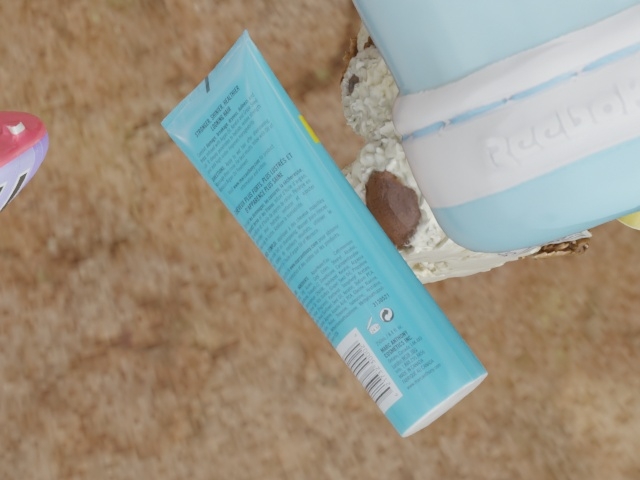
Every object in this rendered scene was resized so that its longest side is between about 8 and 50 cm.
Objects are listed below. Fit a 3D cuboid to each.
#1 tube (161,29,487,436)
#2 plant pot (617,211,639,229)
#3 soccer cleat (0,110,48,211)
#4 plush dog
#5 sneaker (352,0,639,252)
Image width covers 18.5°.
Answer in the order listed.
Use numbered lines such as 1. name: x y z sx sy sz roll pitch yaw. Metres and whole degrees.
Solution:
1. tube: 0.000 0.000 0.972 0.080 0.052 0.207 -43 79 33
2. plant pot: 0.303 -0.126 1.449 0.212 0.212 0.187 12 122 -29
3. soccer cleat: -0.244 0.010 1.113 0.248 0.083 0.095 -43 134 -40
4. plush dog: 0.088 -0.090 1.451 0.211 0.262 0.225 -6 80 -18
5. sneaker: 0.066 -0.142 0.504 0.127 0.319 0.208 -23 101 20
